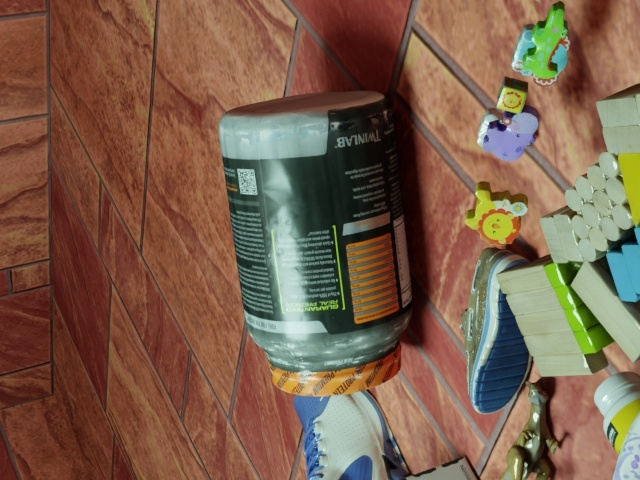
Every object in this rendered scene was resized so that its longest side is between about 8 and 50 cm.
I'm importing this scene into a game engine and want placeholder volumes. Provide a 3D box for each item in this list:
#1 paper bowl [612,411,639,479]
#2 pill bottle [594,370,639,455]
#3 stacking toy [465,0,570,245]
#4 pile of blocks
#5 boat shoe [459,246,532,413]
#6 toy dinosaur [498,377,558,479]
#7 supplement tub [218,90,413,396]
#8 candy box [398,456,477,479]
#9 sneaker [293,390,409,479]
[{"bbox_3d":[0.333,0.179,0.660,0.284,0.148,0.284,-2,86,23],"label":"paper bowl"},{"bbox_3d":[0.288,0.171,0.921,0.116,0.065,0.065,-116,26,-49],"label":"pill bottle"},{"bbox_3d":[0.183,-0.128,0.920,0.167,0.052,0.221,-72,-3,-55],"label":"stacking toy"},{"bbox_3d":[0.265,-0.004,0.851,0.149,0.113,0.362,57,157,23],"label":"pile of blocks"},{"bbox_3d":[0.183,0.093,1.113,0.066,0.066,0.183,-138,52,-56],"label":"boat shoe"},{"bbox_3d":[0.217,0.240,1.132,0.112,0.064,0.211,-106,29,-50],"label":"toy dinosaur"},{"bbox_3d":[0.000,0.000,1.263,0.207,0.207,0.338,18,117,60],"label":"supplement tub"},{"bbox_3d":[0.116,0.360,1.215,0.165,0.196,0.070,61,151,29],"label":"candy box"},{"bbox_3d":[0.018,0.324,1.413,0.315,0.182,0.127,55,146,36],"label":"sneaker"}]
